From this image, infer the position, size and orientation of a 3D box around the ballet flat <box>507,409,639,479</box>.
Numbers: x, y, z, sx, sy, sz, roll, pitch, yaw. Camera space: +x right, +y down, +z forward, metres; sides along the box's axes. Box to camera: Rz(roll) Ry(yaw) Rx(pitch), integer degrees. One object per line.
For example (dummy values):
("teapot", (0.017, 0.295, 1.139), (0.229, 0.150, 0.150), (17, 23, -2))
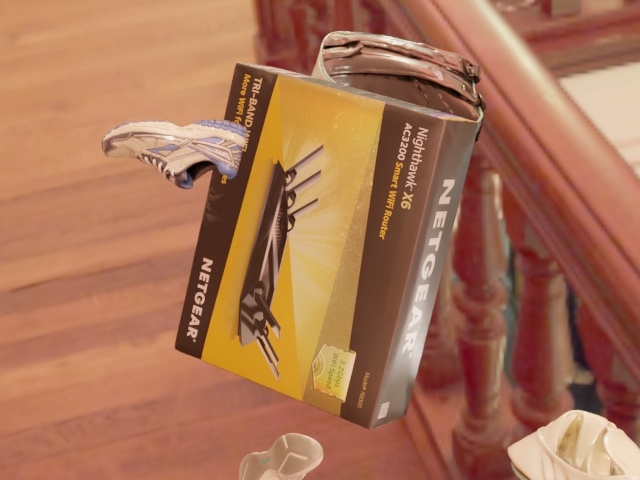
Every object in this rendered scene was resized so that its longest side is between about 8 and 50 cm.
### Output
("ballet flat", (0.340, 0.284, 1.575), (0.139, 0.139, 0.400), (-9, 9, -4))

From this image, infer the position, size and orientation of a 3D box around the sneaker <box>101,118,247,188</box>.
("sneaker", (-0.133, -0.076, 1.133), (0.135, 0.058, 0.052), (-1, -9, 15))

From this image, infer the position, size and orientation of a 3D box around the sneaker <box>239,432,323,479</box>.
("sneaker", (-0.039, 0.280, 1.605), (0.061, 0.152, 0.054), (15, 61, -34))

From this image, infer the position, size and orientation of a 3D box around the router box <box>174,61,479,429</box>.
("router box", (0.000, 0.000, 1.263), (0.242, 0.309, 0.081), (18, 11, 28))

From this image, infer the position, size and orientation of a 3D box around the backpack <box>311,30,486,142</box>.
("backpack", (0.073, -0.150, 1.426), (0.188, 0.144, 0.166), (18, 37, -13))
